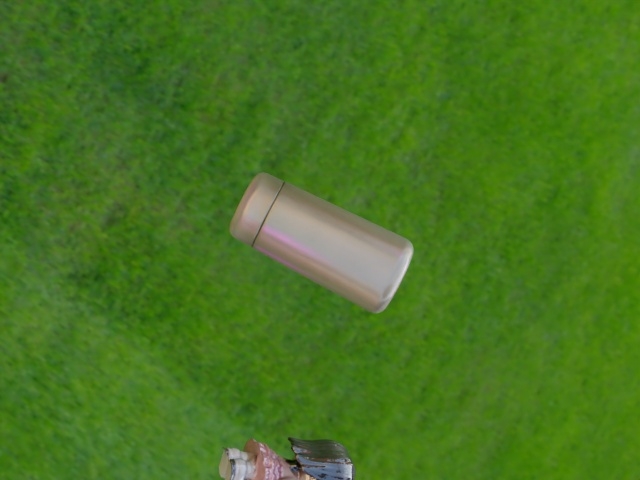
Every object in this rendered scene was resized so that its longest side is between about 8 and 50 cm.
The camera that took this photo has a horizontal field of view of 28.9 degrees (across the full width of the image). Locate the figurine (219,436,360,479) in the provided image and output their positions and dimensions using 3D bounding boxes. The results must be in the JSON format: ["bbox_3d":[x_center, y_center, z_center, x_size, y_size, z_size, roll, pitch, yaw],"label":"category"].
[{"bbox_3d":[-0.024,0.206,1.110,0.129,0.072,0.054,11,106,-25],"label":"figurine"}]

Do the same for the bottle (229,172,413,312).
[{"bbox_3d":[0.000,0.000,0.678,0.045,0.096,0.045,-63,180,1],"label":"bottle"}]
